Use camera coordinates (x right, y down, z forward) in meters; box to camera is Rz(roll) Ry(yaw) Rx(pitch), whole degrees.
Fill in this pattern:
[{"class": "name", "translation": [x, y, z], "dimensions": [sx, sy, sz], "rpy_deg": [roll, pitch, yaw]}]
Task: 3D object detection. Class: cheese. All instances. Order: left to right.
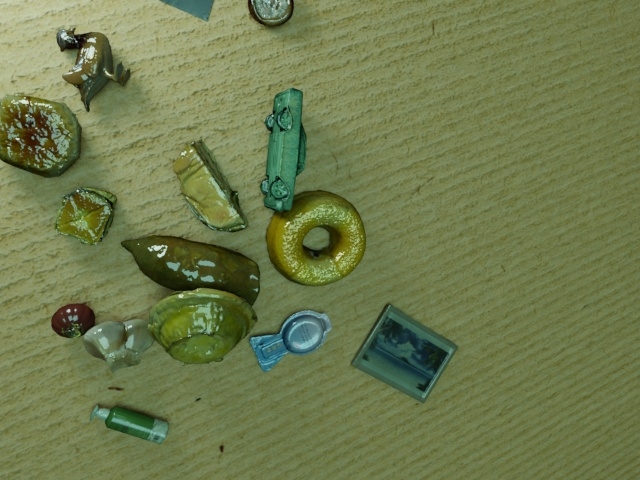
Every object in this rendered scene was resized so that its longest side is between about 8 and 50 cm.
[{"class": "cheese", "translation": [-0.080, 0.291, 1.402], "dimensions": [0.244, 0.052, 0.135], "rpy_deg": [-24, 102, -12]}]

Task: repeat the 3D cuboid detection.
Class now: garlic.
[{"class": "garlic", "translation": [-0.523, 0.263, 1.235], "dimensions": [0.174, 0.099, 0.124], "rpy_deg": [-12, 112, -35]}]

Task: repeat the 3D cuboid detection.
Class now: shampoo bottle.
[{"class": "shampoo bottle", "translation": [-0.523, 0.500, 1.290], "dimensions": [0.204, 0.065, 0.065], "rpy_deg": [28, 89, -19]}]

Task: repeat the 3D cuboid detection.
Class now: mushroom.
[{"class": "mushroom", "translation": [-0.131, -0.627, 1.248], "dimensions": [0.123, 0.052, 0.123], "rpy_deg": [-2, 100, -10]}]

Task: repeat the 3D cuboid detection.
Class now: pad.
[{"class": "pad", "translation": [-0.323, -0.680, 1.205], "dimensions": [0.127, 0.004, 0.190], "rpy_deg": [18, 93, -19]}]

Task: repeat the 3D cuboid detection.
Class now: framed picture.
[{"class": "framed picture", "translation": [0.281, 0.373, 1.542], "dimensions": [0.314, 0.024, 0.232], "rpy_deg": [31, 89, -18]}]

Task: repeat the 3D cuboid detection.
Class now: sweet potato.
[{"class": "sweet potato", "translation": [-0.340, 0.072, 1.236], "dimensions": [0.369, 0.158, 0.158], "rpy_deg": [17, 93, -20]}]

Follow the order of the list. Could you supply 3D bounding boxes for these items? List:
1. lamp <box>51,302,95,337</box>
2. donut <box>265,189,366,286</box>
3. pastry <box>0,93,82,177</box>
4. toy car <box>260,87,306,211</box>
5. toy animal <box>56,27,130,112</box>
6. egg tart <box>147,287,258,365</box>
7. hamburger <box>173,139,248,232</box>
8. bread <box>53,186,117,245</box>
[{"class": "lamp", "translation": [-0.628, 0.204, 1.197], "dimensions": [0.101, 0.090, 0.101], "rpy_deg": [-16, 137, -16]}, {"class": "donut", "translation": [0.000, 0.000, 1.354], "dimensions": [0.302, 0.110, 0.303], "rpy_deg": [-3, 100, -16]}, {"class": "pastry", "translation": [-0.669, -0.245, 1.114], "dimensions": [0.192, 0.093, 0.182], "rpy_deg": [10, 96, -14]}, {"class": "toy car", "translation": [-0.095, -0.239, 1.272], "dimensions": [0.097, 0.141, 0.321], "rpy_deg": [3, 98, -24]}, {"class": "toy animal", "translation": [-0.566, -0.413, 1.132], "dimensions": [0.179, 0.089, 0.188], "rpy_deg": [22, 91, -6]}, {"class": "egg tart", "translation": [-0.303, 0.237, 1.223], "dimensions": [0.290, 0.115, 0.290], "rpy_deg": [-7, 142, -6]}, {"class": "hamburger", "translation": [-0.293, -0.126, 1.246], "dimensions": [0.130, 0.124, 0.262], "rpy_deg": [-29, 102, 8]}, {"class": "bread", "translation": [-0.588, -0.067, 1.179], "dimensions": [0.127, 0.069, 0.140], "rpy_deg": [19, 96, -18]}]
